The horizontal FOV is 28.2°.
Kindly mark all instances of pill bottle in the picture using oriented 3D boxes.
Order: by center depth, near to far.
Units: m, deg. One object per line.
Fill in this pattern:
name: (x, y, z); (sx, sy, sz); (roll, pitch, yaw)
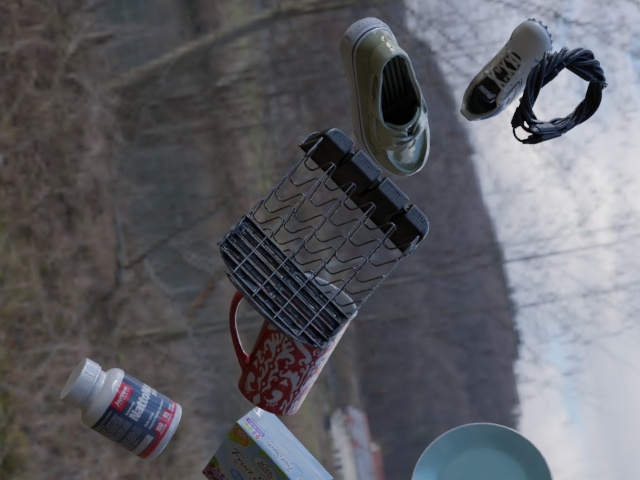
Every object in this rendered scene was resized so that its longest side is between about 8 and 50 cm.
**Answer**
pill bottle: (-0.328, 0.272, 2.076); (0.108, 0.180, 0.108); (-50, -163, 21)

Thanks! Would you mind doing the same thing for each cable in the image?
cable: (0.367, -0.227, 1.943); (0.047, 0.184, 0.151); (36, -47, 45)

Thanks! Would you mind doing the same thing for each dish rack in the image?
dish rack: (0.000, 0.000, 1.608); (0.208, 0.271, 0.074); (45, -28, -5)

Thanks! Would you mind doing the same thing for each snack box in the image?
snack box: (-0.092, 0.389, 2.110); (0.174, 0.070, 0.207); (45, -40, 11)

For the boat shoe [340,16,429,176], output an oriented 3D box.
boat shoe: (0.100, -0.182, 1.818); (0.094, 0.109, 0.302); (56, -5, 40)

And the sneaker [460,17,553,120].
sneaker: (0.317, -0.282, 2.166); (0.085, 0.086, 0.237); (42, -40, 5)

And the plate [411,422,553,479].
plate: (0.211, 0.329, 1.663); (0.024, 0.188, 0.188); (70, 7, -56)

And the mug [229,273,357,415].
mug: (-0.051, 0.133, 1.718); (0.169, 0.150, 0.113); (-64, 164, 19)
